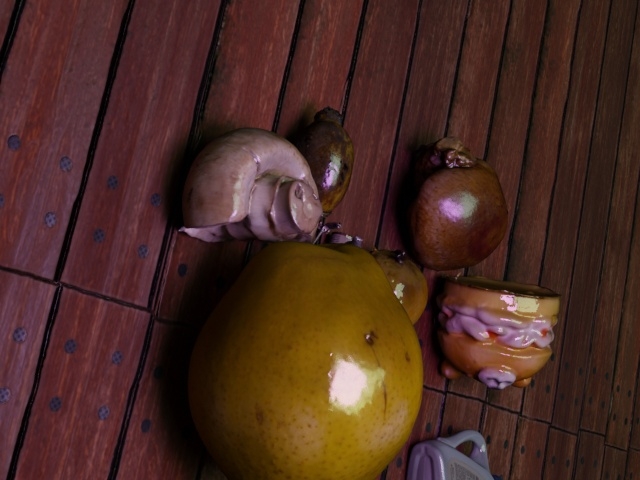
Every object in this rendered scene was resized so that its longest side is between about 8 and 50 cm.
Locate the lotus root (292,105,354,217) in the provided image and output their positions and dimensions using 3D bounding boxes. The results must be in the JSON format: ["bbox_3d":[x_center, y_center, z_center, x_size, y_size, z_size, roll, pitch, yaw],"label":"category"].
[{"bbox_3d":[-0.001,-0.137,1.610,0.120,0.120,0.209,14,82,-47],"label":"lotus root"}]

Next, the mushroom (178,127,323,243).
[{"bbox_3d":[-0.095,-0.088,1.453,0.254,0.195,0.189,4,84,-51],"label":"mushroom"}]

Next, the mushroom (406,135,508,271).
[{"bbox_3d":[0.277,-0.070,1.861,0.263,0.195,0.283,-34,115,-36],"label":"mushroom"}]

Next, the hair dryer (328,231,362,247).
[{"bbox_3d":[0.037,0.065,1.600,0.054,0.220,0.195,18,75,-8],"label":"hair dryer"}]

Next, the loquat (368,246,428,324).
[{"bbox_3d":[0.122,0.109,1.728,0.172,0.149,0.204,-5,108,-49],"label":"loquat"}]

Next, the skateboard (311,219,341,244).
[{"bbox_3d":[0.000,0.000,1.659,0.032,0.064,0.083,46,66,-23],"label":"skateboard"}]

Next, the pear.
[{"bbox_3d":[-0.023,0.205,1.415,0.362,0.362,0.418,10,86,-47],"label":"pear"}]

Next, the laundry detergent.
[{"bbox_3d":[0.304,0.518,1.959,0.280,0.105,0.215,5,85,-46],"label":"laundry detergent"}]

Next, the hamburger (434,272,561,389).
[{"bbox_3d":[0.368,0.198,1.929,0.276,0.276,0.236,4,98,-48],"label":"hamburger"}]
